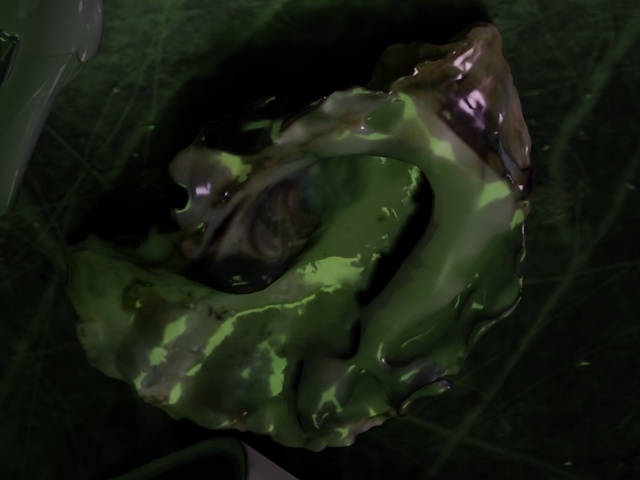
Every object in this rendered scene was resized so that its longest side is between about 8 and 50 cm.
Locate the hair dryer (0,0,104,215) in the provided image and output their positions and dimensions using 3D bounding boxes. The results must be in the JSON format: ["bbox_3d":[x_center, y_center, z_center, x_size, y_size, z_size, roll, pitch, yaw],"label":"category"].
[{"bbox_3d":[-0.257,-0.116,1.057,0.267,0.092,0.229,5,129,7],"label":"hair dryer"}]

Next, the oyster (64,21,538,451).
[{"bbox_3d":[0.000,-0.001,1.127,0.238,0.115,0.351,37,108,-16],"label":"oyster"}]

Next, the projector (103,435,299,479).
[{"bbox_3d":[-0.057,0.315,1.214,0.249,0.248,0.248,37,139,-26],"label":"projector"}]
